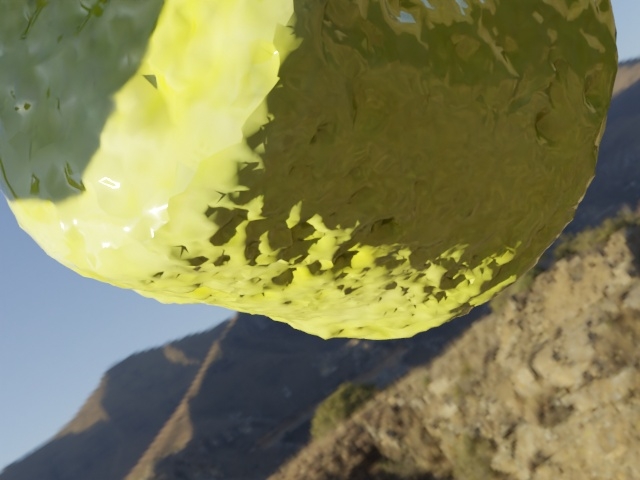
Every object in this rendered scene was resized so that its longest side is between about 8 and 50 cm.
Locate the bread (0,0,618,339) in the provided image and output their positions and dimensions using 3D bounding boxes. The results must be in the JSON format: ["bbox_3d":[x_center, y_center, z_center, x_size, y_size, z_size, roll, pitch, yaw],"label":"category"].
[{"bbox_3d":[-0.026,-0.113,0.575,0.348,0.348,0.307,-40,-24,25],"label":"bread"}]
